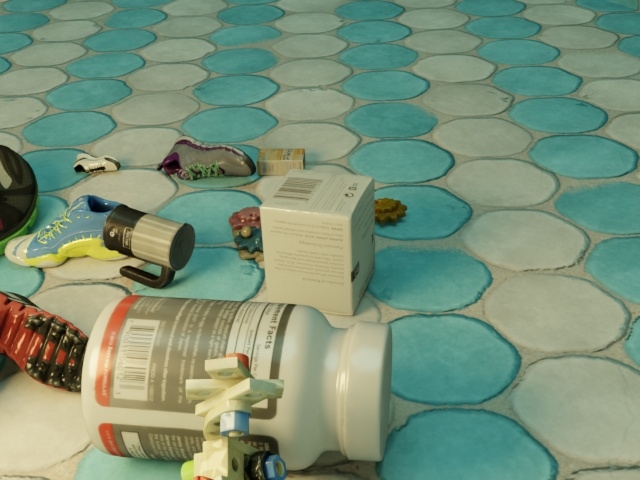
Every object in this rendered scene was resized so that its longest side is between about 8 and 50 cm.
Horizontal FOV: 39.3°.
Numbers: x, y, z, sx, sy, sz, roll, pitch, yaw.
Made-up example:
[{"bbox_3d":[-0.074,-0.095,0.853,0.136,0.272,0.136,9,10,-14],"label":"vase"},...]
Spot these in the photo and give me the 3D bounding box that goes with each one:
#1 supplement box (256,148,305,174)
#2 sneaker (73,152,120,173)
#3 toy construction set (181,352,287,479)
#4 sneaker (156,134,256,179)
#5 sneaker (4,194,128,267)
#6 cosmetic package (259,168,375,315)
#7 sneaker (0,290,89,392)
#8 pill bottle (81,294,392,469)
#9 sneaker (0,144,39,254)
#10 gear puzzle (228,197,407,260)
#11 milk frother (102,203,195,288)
[{"bbox_3d":[-0.083,-0.168,1.910,0.099,0.036,0.062,0,31,3],"label":"supplement box"},{"bbox_3d":[-0.482,-0.159,1.935,0.109,0.040,0.043,4,47,18],"label":"sneaker"},{"bbox_3d":[-0.113,0.285,0.929,0.151,0.215,0.327,-3,65,31],"label":"toy construction set"},{"bbox_3d":[-0.238,-0.150,1.877,0.224,0.083,0.098,15,55,36],"label":"sneaker"},{"bbox_3d":[-0.450,-0.026,1.608,0.240,0.126,0.091,-6,30,-6],"label":"sneaker"},{"bbox_3d":[0.000,0.000,1.471,0.152,0.183,0.151,7,32,17],"label":"cosmetic package"},{"bbox_3d":[-0.432,0.142,1.336,0.276,0.097,0.135,23,-4,6],"label":"sneaker"},{"bbox_3d":[-0.097,0.182,1.144,0.363,0.210,0.210,3,31,8],"label":"pill bottle"},{"bbox_3d":[-0.650,-0.066,1.617,0.185,0.202,0.482,1,31,5],"label":"sneaker"},{"bbox_3d":[0.002,-0.041,1.678,0.339,0.044,0.175,-8,31,-9],"label":"gear puzzle"},{"bbox_3d":[-0.279,0.000,1.555,0.135,0.129,0.143,17,34,19],"label":"milk frother"}]
